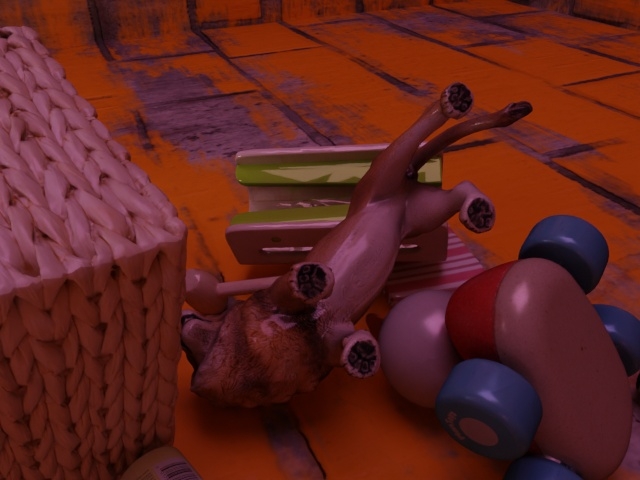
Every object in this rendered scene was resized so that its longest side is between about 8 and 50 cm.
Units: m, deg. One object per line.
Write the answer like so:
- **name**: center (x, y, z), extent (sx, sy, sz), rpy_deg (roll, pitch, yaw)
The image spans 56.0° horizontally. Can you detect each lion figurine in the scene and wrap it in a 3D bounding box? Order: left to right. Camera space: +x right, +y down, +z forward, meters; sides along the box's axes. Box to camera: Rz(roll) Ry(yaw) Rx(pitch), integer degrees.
- **lion figurine**: center (0.030, 0.016, 0.595), extent (0.392, 0.142, 0.240), rpy_deg (-41, 4, -19)

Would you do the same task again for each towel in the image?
- **towel**: center (0.132, 0.021, 0.837), extent (0.144, 0.029, 0.197), rpy_deg (-9, 35, -12)

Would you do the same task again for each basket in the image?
- **basket**: center (-0.294, 0.041, 0.472), extent (0.266, 0.332, 0.328), rpy_deg (-21, 53, -32)

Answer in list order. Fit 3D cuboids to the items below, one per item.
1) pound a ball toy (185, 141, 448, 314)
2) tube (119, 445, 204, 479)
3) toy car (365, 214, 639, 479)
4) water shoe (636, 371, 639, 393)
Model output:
- **pound a ball toy**: center (0.000, 0.000, 0.772), extent (0.318, 0.136, 0.208), rpy_deg (-2, 61, 9)
- **tube**: center (-0.068, 0.253, 0.438), extent (0.240, 0.062, 0.070), rpy_deg (34, 89, 37)
- **toy car**: center (0.143, 0.119, 0.570), extent (0.237, 0.210, 0.219), rpy_deg (-9, 32, 48)
- **water shoe**: center (0.406, 0.110, 0.631), extent (0.203, 0.073, 0.080), rpy_deg (-28, 42, -36)
